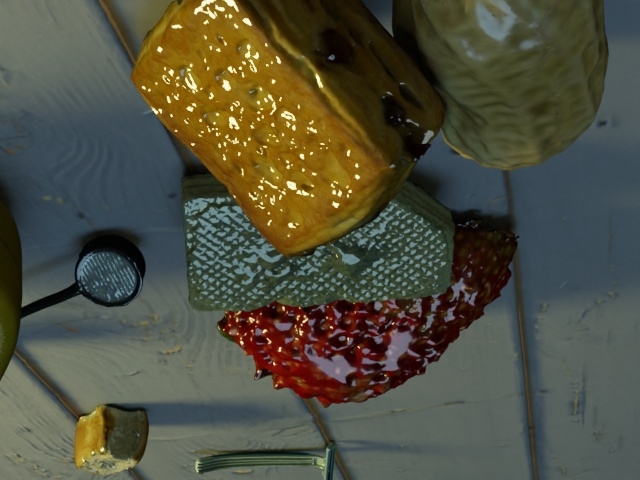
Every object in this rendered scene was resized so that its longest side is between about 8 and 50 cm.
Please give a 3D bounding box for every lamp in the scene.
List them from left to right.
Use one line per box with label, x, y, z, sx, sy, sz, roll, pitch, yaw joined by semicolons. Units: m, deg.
lamp;-0.320;0.075;1.621;0.130;0.108;0.371;44;118;-13

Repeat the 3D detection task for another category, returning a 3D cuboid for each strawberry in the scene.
strawberry;0.055;0.080;1.605;0.233;0.138;0.306;19;147;-40

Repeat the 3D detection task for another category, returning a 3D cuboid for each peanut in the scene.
peanut;0.129;-0.142;1.135;0.153;0.140;0.325;-3;158;5

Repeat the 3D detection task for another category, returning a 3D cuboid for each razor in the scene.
razor;-0.076;0.305;2.179;0.191;0.037;0.068;1;112;-7

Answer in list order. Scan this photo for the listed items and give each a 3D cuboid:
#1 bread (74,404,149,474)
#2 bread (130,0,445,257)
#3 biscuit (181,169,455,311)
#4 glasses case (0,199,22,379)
bread;-0.259;0.250;1.981;0.076;0.070;0.083;16;150;-37
bread;-0.020;-0.104;1.127;0.210;0.099;0.235;48;152;-4
biscuit;0.000;0.000;1.456;0.252;0.052;0.150;-3;133;-6
glasses case;-0.378;0.079;1.464;0.173;0.141;0.371;14;139;-24
